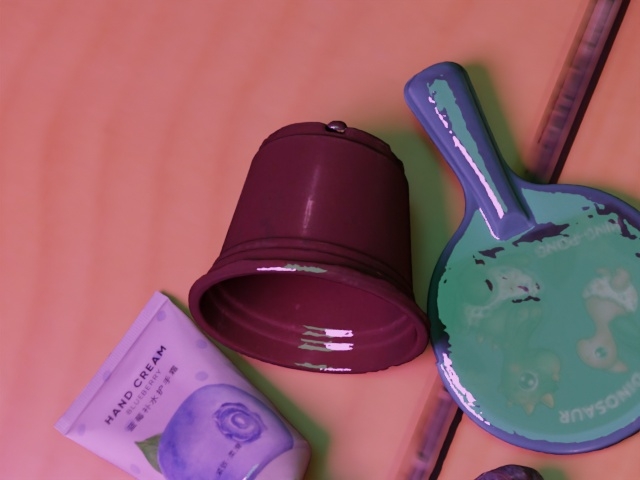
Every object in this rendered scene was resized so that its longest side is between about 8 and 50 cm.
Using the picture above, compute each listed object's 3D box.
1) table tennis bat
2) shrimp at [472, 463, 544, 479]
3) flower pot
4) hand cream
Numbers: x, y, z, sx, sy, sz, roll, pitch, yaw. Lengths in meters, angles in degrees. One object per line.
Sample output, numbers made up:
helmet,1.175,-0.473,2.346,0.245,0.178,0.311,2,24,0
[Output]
table tennis bat,0.096,0.005,0.807,0.124,0.033,0.201,-27,79,0
shrimp,0.053,0.173,0.759,0.057,0.065,0.165,26,86,46
flower pot,0.000,0.000,0.792,0.111,0.111,0.089,4,62,9
hand cream,-0.054,0.093,0.801,0.142,0.053,0.084,35,85,25
